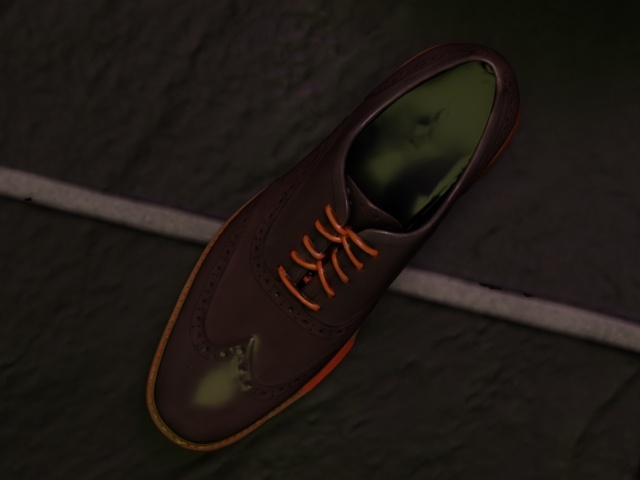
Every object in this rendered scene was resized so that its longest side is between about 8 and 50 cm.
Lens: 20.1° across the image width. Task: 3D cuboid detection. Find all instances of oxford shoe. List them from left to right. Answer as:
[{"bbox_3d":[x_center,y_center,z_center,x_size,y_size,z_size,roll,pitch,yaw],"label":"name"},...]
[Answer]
[{"bbox_3d":[0.000,0.000,0.947,0.097,0.098,0.271,38,92,2],"label":"oxford shoe"}]
